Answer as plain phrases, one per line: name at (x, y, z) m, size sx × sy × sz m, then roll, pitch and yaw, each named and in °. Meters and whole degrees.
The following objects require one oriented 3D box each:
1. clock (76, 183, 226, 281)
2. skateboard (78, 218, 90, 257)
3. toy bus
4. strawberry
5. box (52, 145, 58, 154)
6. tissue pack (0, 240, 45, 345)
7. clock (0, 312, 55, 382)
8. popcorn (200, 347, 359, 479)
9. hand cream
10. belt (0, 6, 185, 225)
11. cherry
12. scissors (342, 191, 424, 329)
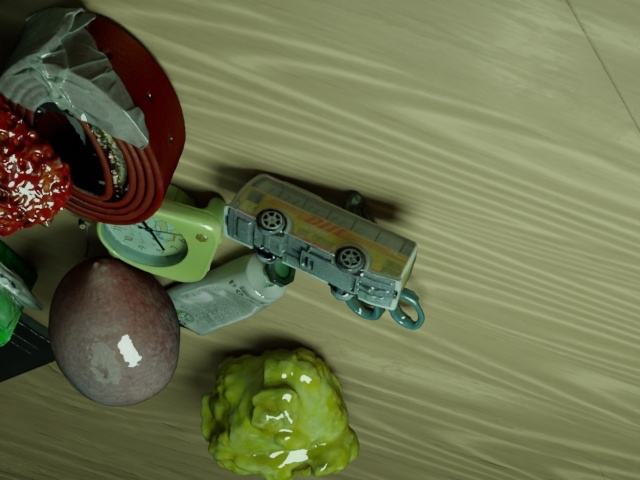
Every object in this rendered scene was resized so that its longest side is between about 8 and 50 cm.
clock at (-0.261, -0.029, 1.725) m, size 0.232 × 0.069 × 0.170 m, roll 20°, pitch 144°, yaw -8°
skateboard at (-0.346, -0.008, 1.815) m, size 0.064 × 0.032 × 0.083 m, roll 6°, pitch 142°, yaw -9°
toy bus at (0.000, 0.000, 1.613) m, size 0.268 × 0.106 × 0.092 m, roll 25°, pitch 146°, yaw 12°
strawberry at (-0.432, -0.089, 1.482) m, size 0.190 × 0.111 × 0.236 m, roll 3°, pitch 142°, yaw 25°
box at (-0.483, -0.088, 1.686) m, size 0.237 × 0.070 × 0.152 m, roll -16°, pitch 150°, yaw 36°
tissue pack at (-0.555, 0.056, 1.859) m, size 0.156 × 0.148 × 0.209 m, roll -12°, pitch 137°, yaw 32°
clock at (-0.642, 0.172, 2.125) m, size 0.279 × 0.049 × 0.273 m, roll -23°, pitch 131°, yaw 38°
popcorn at (-0.078, 0.304, 2.004) m, size 0.250 × 0.235 × 0.241 m, roll -5°, pitch 100°, yaw 41°
hand cream at (-0.158, 0.089, 1.867) m, size 0.121 × 0.076 × 0.336 m, roll 37°, pitch 144°, yaw -22°
belt at (-0.307, -0.159, 1.523) m, size 0.227 × 0.115 × 0.324 m, roll 1°, pitch 142°, yaw 17°
cherry at (-0.335, 0.136, 1.826) m, size 0.206 × 0.239 × 0.239 m, roll -29°, pitch 129°, yaw 20°
scissors at (0.076, 0.034, 1.726) m, size 0.138 × 0.041 × 0.289 m, roll 15°, pitch 144°, yaw 29°
